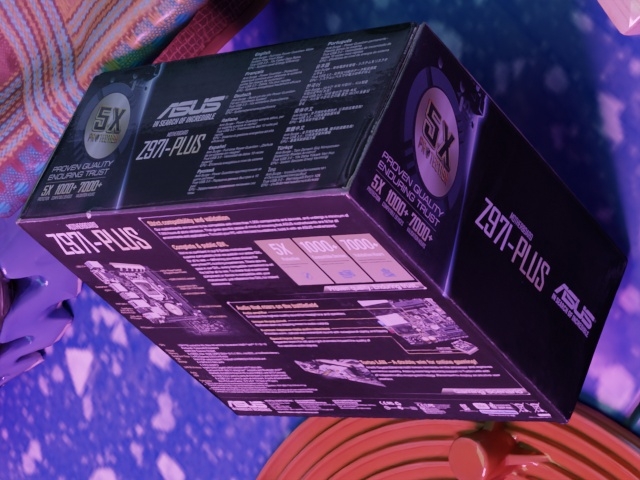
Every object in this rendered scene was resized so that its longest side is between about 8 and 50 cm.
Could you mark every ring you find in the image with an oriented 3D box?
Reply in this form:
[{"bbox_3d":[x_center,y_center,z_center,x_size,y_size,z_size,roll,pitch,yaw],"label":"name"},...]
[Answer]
[{"bbox_3d":[0.068,0.221,0.809,0.337,0.032,0.336,12,107,42],"label":"ring"}]

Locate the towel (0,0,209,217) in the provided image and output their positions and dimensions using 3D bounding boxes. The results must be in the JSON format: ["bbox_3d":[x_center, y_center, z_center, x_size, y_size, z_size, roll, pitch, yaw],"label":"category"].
[{"bbox_3d":[-0.080,-0.221,0.793,0.370,0.040,0.271,-43,58,32],"label":"towel"}]

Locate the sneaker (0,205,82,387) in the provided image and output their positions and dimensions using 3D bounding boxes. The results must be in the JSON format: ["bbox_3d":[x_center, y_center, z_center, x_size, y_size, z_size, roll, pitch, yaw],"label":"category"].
[{"bbox_3d":[-0.260,0.092,0.986,0.127,0.182,0.315,46,126,29],"label":"sneaker"}]

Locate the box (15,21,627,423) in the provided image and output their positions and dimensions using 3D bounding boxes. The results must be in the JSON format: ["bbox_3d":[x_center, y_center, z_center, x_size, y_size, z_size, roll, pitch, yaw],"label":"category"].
[{"bbox_3d":[0.000,0.000,0.740,0.180,0.147,0.077,-4,52,44],"label":"box"}]

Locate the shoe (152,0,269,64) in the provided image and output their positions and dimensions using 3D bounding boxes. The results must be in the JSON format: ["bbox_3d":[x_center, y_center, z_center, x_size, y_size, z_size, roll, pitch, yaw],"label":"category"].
[{"bbox_3d":[-0.093,-0.092,0.877,0.219,0.077,0.058,-36,46,38],"label":"shoe"}]

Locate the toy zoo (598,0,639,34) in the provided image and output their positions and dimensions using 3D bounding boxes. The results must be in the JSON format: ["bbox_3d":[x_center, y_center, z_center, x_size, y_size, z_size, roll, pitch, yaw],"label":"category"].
[{"bbox_3d":[0.149,-0.234,0.639,0.293,0.030,0.192,-47,66,38],"label":"toy zoo"}]
